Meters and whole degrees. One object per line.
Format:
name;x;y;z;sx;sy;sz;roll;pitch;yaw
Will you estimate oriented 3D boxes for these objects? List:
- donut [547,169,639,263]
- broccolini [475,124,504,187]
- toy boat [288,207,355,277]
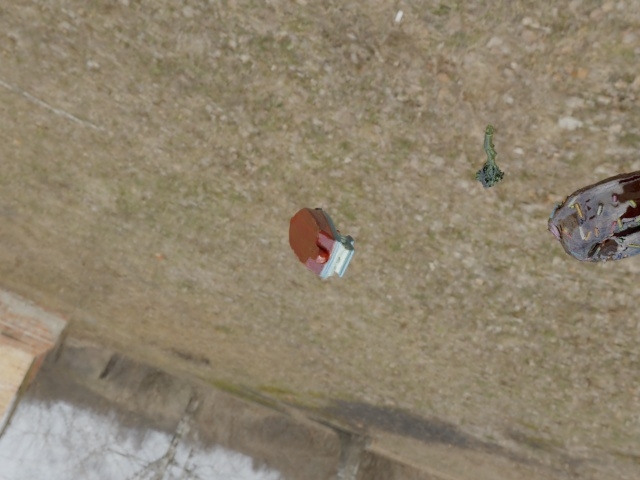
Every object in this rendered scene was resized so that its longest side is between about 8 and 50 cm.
donut;0.493;-0.034;1.185;0.235;0.089;0.235;-11;156;-5
broccolini;0.284;-0.138;1.198;0.042;0.044;0.218;41;174;18
toy boat;0.000;0.000;0.967;0.058;0.069;0.173;20;-168;-21
